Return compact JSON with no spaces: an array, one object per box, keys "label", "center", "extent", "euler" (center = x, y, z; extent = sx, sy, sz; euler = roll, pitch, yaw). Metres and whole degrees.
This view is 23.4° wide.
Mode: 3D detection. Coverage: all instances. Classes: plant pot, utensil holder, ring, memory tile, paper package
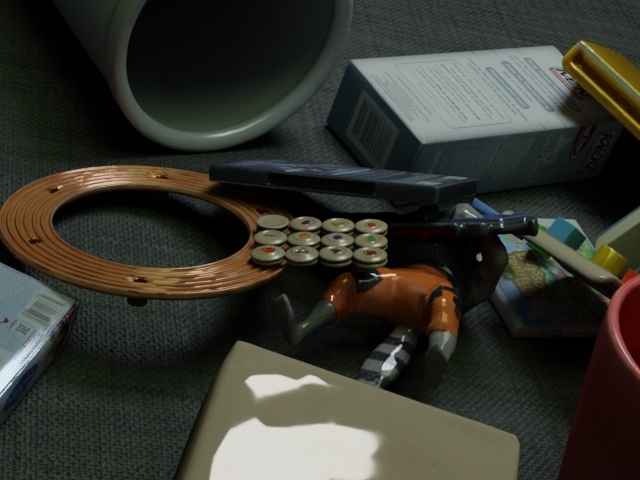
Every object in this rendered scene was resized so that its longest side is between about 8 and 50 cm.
[{"label":"plant pot","center":[0.380,0.209,1.602],"extent":[0.275,0.243,0.275],"euler":[14,35,-10]},{"label":"utensil holder","center":[-0.193,-0.356,1.993],"extent":[0.328,0.327,0.385],"euler":[-7,42,-33]},{"label":"ring","center":[-0.189,-0.006,1.716],"extent":[0.337,0.032,0.336],"euler":[7,24,-3]},{"label":"memory tile","center":[0.000,0.000,1.683],"extent":[0.148,0.012,0.113],"euler":[1,25,3]},{"label":"paper package","center":[0.006,0.286,1.379],"extent":[0.309,0.168,0.325],"euler":[20,36,-2]}]

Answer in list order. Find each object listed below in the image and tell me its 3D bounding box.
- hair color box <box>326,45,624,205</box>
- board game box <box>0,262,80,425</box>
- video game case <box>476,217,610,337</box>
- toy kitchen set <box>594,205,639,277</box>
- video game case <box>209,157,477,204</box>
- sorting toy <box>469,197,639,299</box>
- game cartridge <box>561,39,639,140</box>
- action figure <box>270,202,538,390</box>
[{"label":"hair color box","center":[0.218,-0.164,2.123],"extent":[0.374,0.113,0.185],"euler":[-9,46,-34]},{"label":"board game box","center":[-0.444,0.096,1.485],"extent":[0.318,0.066,0.318],"euler":[25,36,6]},{"label":"video game case","center":[0.286,0.044,1.960],"extent":[0.193,0.023,0.212],"euler":[1,40,-25]},{"label":"toy kitchen set","center":[0.480,0.010,2.039],"extent":[0.207,0.122,0.166],"euler":[44,32,-14]},{"label":"video game case","center":[0.031,-0.072,1.837],"extent":[0.274,0.026,0.196],"euler":[6,7,18]},{"label":"sorting toy","center":[0.327,0.030,1.827],"extent":[0.196,0.047,0.348],"euler":[31,4,-46]},{"label":"game cartridge","center":[0.482,-0.163,2.174],"extent":[0.285,0.052,0.324],"euler":[46,16,13]},{"label":"action figure","center":[0.068,0.059,1.770],"extent":[0.341,0.178,0.330],"euler":[3,20,27]}]
